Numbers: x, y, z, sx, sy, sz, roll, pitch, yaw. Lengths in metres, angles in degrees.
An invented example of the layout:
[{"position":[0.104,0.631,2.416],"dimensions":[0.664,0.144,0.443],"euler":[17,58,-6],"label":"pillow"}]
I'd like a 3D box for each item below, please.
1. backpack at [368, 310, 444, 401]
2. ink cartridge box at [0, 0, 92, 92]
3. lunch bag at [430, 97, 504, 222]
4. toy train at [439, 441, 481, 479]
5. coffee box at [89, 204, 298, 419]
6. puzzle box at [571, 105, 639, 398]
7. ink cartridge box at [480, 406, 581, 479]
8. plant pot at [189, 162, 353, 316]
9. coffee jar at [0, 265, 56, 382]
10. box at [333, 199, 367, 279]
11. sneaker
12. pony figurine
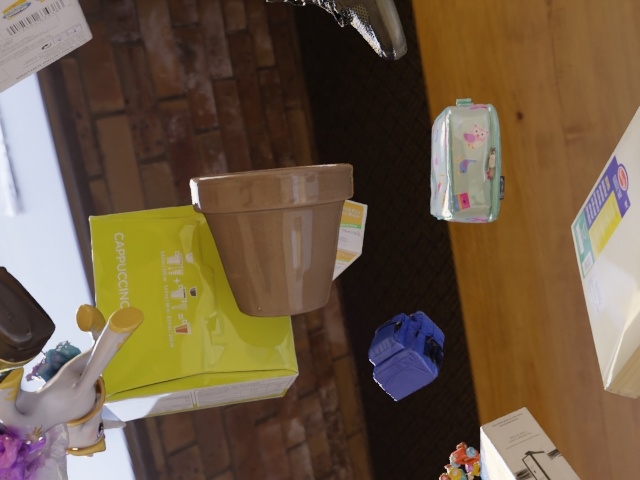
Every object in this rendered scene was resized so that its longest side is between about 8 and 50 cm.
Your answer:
[{"position":[0.132,0.159,1.160],"dimensions":[0.098,0.120,0.101],"euler":[-32,103,31],"label":"backpack"},{"position":[-0.462,-0.310,0.986],"dimensions":[0.151,0.270,0.395],"euler":[57,171,-5],"label":"ink cartridge box"},{"position":[0.272,-0.147,1.452],"dimensions":[0.279,0.107,0.224],"euler":[-86,-2,-87],"label":"lunch bag"},{"position":[0.271,0.445,1.534],"dimensions":[0.166,0.125,0.046],"euler":[-51,38,39],"label":"toy train"},{"position":[-0.242,0.141,1.481],"dimensions":[0.334,0.338,0.338],"euler":[112,151,-70],"label":"coffee box"},{"position":[0.481,-0.003,1.154],"dimensions":[0.052,0.409,0.272],"euler":[16,128,-2],"label":"puzzle box"},{"position":[0.326,0.380,1.154],"dimensions":[0.203,0.086,0.148],"euler":[-123,17,-46],"label":"ink cartridge box"},{"position":[-0.068,-0.003,1.255],"dimensions":[0.263,0.263,0.229],"euler":[3,101,52],"label":"plant pot"},{"position":[-0.337,0.112,0.723],"dimensions":[0.184,0.079,0.096],"euler":[-43,86,14],"label":"coffee jar"},{"position":[0.000,0.000,1.482],"dimensions":[0.203,0.114,0.103],"euler":[133,149,-62],"label":"box"},{"position":[0.002,-0.282,0.877],"dimensions":[0.227,0.130,0.087],"euler":[58,180,5],"label":"sneaker"},{"position":[-0.429,0.267,1.136],"dimensions":[0.303,0.351,0.363],"euler":[41,135,26],"label":"pony figurine"}]
